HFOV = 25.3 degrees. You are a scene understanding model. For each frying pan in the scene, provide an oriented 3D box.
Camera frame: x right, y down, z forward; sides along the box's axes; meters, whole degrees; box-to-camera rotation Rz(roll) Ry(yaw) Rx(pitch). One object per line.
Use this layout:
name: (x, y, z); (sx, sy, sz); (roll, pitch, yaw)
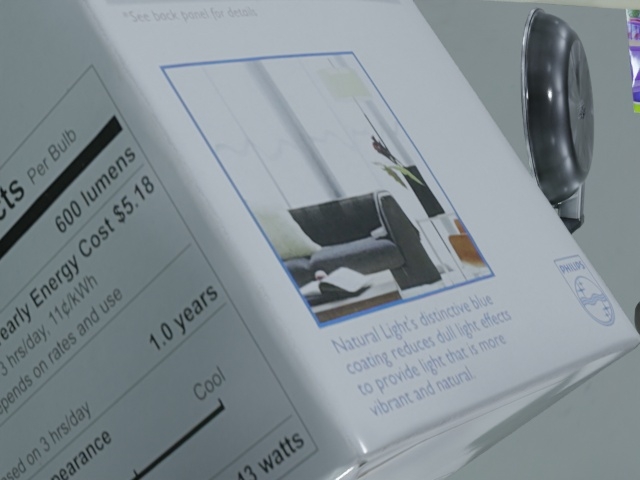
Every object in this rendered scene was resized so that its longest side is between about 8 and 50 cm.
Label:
frying pan: (0.229, -0.065, 1.371); (0.053, 0.197, 0.326); (-4, 79, 21)

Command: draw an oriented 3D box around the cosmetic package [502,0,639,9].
cosmetic package: (0.117, -0.204, 0.819); (0.309, 0.160, 0.113); (2, 88, 0)

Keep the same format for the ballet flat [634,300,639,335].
ballet flat: (0.370, 0.130, 1.218); (0.250, 0.058, 0.084); (44, 146, 2)

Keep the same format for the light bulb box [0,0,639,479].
light bulb box: (-0.117, 0.008, 0.686); (0.358, 0.225, 0.361); (-41, 72, 34)

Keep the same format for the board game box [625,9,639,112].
board game box: (0.390, -0.188, 1.002); (0.347, 0.078, 0.233); (10, 133, 30)
